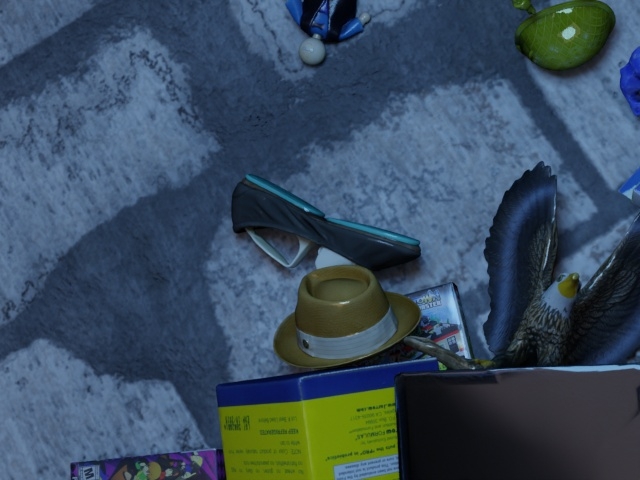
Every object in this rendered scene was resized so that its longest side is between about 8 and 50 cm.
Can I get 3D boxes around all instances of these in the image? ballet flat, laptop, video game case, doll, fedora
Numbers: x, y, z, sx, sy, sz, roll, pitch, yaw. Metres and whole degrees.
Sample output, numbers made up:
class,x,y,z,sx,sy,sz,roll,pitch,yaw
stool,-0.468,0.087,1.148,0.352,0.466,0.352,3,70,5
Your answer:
class,x,y,z,sx,sy,sz,roll,pitch,yaw
ballet flat,0.000,0.000,1.600,0.280,0.095,0.096,23,96,30
laptop,0.320,0.317,1.338,0.236,0.408,0.381,-7,86,53
video game case,-0.219,0.394,1.604,0.210,0.042,0.232,-7,76,14
doll,0.009,-0.330,1.682,0.129,0.046,0.189,16,90,10
fedora,0.024,0.081,1.488,0.194,0.194,0.079,-10,112,15

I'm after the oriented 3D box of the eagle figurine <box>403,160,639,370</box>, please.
class,x,y,z,sx,sy,sz,roll,pitch,yaw
eagle figurine,0.279,0.077,1.464,0.226,0.225,0.298,48,54,-16

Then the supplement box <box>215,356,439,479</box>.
class,x,y,z,sx,sy,sz,roll,pitch,yaw
supplement box,0.027,0.323,1.399,0.194,0.195,0.356,-14,82,56

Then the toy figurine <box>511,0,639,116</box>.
class,x,y,z,sx,sy,sz,roll,pitch,yaw
toy figurine,0.411,-0.221,1.447,0.363,0.191,0.217,-15,68,17

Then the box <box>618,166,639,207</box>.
class,x,y,z,sx,sy,sz,roll,pitch,yaw
box,0.441,-0.049,1.404,0.178,0.042,0.109,40,80,23

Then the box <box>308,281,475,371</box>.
class,x,y,z,sx,sy,sz,roll,pitch,yaw
box,0.084,0.134,1.568,0.207,0.036,0.114,-16,74,13
